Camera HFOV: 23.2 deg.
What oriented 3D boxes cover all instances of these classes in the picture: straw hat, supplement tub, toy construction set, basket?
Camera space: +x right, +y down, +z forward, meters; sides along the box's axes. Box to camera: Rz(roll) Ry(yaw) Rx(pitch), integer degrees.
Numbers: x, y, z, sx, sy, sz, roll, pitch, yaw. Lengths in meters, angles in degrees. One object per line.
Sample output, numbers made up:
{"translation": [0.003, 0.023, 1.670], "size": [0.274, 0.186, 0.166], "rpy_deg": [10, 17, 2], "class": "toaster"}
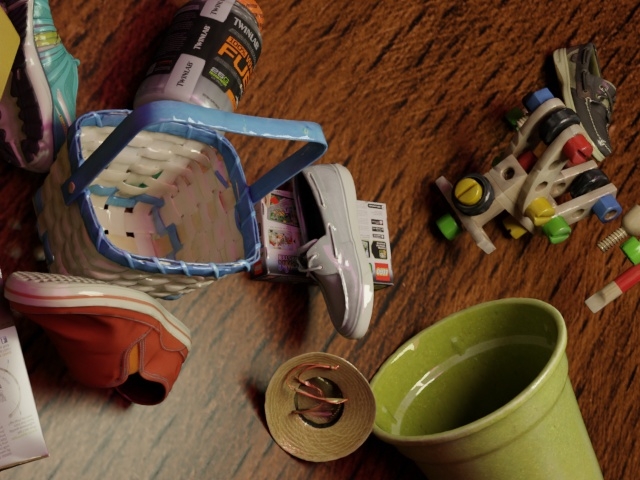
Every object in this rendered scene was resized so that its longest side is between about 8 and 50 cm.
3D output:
{"translation": [-0.002, 0.192, 1.903], "size": [0.144, 0.144, 0.061], "rpy_deg": [50, 9, -16], "class": "straw hat"}
{"translation": [-0.142, -0.211, 1.884], "size": [0.117, 0.117, 0.190], "rpy_deg": [37, 56, -25], "class": "supplement tub"}
{"translation": [0.302, -0.032, 2.154], "size": [0.237, 0.257, 0.309], "rpy_deg": [-38, 83, 3], "class": "toy construction set"}
{"translation": [-0.166, -0.056, 1.684], "size": [0.255, 0.289, 0.201], "rpy_deg": [8, 60, -44], "class": "basket"}

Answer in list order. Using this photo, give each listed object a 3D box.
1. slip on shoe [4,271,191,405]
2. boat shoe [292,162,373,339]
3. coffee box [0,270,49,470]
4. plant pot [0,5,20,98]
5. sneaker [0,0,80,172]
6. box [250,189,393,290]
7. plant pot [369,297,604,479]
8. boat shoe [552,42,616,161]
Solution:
{"translation": [-0.229, 0.104, 1.641], "size": [0.331, 0.123, 0.101], "rpy_deg": [46, 54, -66], "class": "slip on shoe"}
{"translation": [0.005, 0.013, 1.918], "size": [0.081, 0.079, 0.227], "rpy_deg": [1, 71, -30], "class": "boat shoe"}
{"translation": [-0.376, 0.120, 1.569], "size": [0.098, 0.141, 0.246], "rpy_deg": [-12, 83, -41], "class": "coffee box"}
{"translation": [-0.435, -0.185, 1.588], "size": [0.187, 0.212, 0.212], "rpy_deg": [35, 56, -39], "class": "plant pot"}
{"translation": [-0.331, -0.210, 1.760], "size": [0.110, 0.107, 0.275], "rpy_deg": [-1, 81, -59], "class": "sneaker"}
{"translation": [0.000, 0.000, 1.985], "size": [0.207, 0.036, 0.114], "rpy_deg": [7, 72, -38], "class": "box"}
{"translation": [0.231, 0.256, 1.968], "size": [0.276, 0.276, 0.254], "rpy_deg": [-49, 119, -38], "class": "plant pot"}
{"translation": [0.401, -0.215, 2.309], "size": [0.080, 0.073, 0.223], "rpy_deg": [45, 26, -42], "class": "boat shoe"}
